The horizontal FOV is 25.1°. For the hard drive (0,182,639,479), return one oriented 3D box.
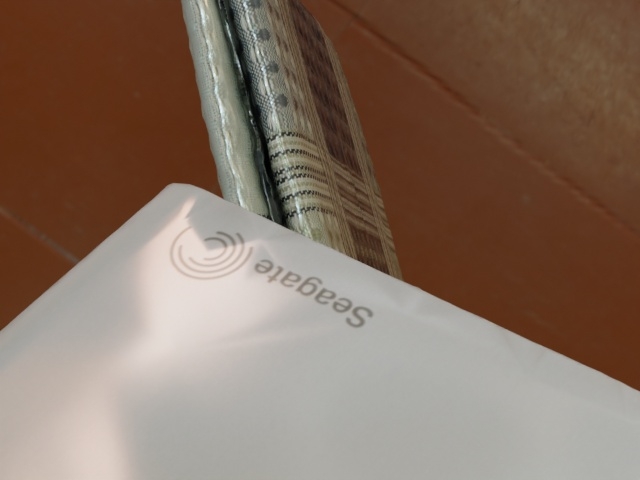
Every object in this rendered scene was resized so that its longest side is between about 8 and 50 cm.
[{"bbox_3d":[-0.069,0.138,0.361,0.233,0.353,0.047,25,143,31],"label":"hard drive"}]

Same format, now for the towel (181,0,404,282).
[{"bbox_3d":[0.000,0.000,0.831,0.056,0.312,0.324,-17,82,9],"label":"towel"}]
